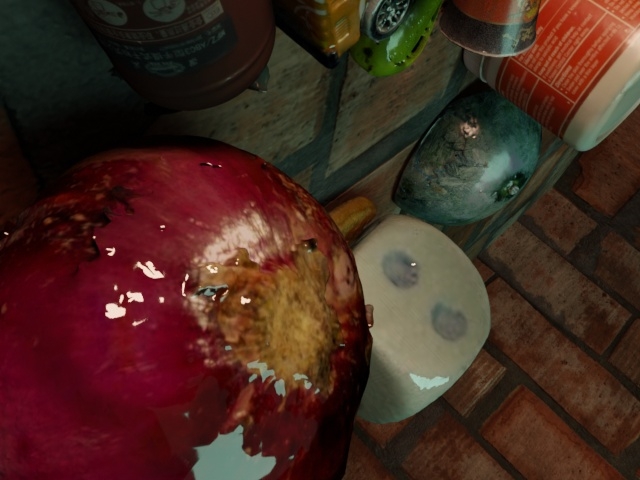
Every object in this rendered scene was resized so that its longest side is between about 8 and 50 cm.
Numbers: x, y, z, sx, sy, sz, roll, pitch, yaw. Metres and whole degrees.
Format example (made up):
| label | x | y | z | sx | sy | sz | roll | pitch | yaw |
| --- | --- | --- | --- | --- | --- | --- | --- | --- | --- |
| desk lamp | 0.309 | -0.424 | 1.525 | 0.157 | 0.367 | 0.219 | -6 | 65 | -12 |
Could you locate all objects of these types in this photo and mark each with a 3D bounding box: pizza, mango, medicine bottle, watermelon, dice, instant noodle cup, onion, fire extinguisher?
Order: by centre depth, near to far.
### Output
| label | x | y | z | sx | sy | sz | roll | pitch | yaw |
| --- | --- | --- | --- | --- | --- | --- | --- | --- | --- |
| fire extinguisher | -0.102 | -0.167 | 0.335 | 0.337 | 0.135 | 0.114 | 71 | 22 | -68 |
| onion | -0.147 | 0.098 | 0.538 | 0.385 | 0.348 | 0.348 | -15 | -173 | 42 |
| mango | 0.087 | -0.245 | 0.639 | 0.165 | 0.074 | 0.091 | -56 | 158 | -13 |
| instant noodle cup | 0.216 | -0.311 | 0.729 | 0.127 | 0.127 | 0.136 | -37 | 151 | -28 |
| medicine bottle | 0.386 | -0.299 | 0.915 | 0.252 | 0.241 | 0.252 | -41 | 162 | -17 |
| pizza | -0.002 | -0.001 | 0.964 | 0.246 | 0.058 | 0.127 | -41 | 161 | -18 |
| dice | 0.107 | 0.131 | 1.057 | 0.264 | 0.262 | 0.268 | -44 | -177 | -33 |
| watermelon | 0.281 | -0.133 | 1.130 | 0.322 | 0.175 | 0.188 | -56 | 160 | 23 |

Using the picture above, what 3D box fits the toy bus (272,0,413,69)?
| label | x | y | z | sx | sy | sz | roll | pitch | yaw |
| --- | --- | --- | --- | --- | --- | --- | --- | --- | --- |
| toy bus | 0.058 | -0.275 | 0.411 | 0.275 | 0.138 | 0.167 | -42 | 159 | -8 |
